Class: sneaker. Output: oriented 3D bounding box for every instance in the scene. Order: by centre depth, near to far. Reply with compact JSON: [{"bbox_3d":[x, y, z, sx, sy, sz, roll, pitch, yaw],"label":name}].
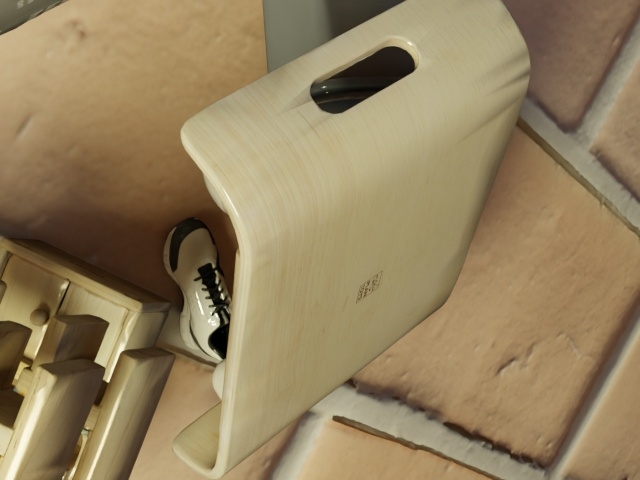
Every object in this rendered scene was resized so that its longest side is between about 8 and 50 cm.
[{"bbox_3d":[-0.076,0.034,0.761,0.040,0.044,0.109,-29,127,-29],"label":"sneaker"}]

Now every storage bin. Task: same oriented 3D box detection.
[{"bbox_3d":[0.019,-0.128,0.743,0.135,0.098,0.091,-7,87,-42],"label":"storage bin"}]

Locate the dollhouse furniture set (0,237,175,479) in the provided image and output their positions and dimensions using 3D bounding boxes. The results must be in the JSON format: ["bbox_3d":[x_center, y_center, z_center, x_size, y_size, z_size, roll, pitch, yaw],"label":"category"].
[{"bbox_3d":[-0.192,0.087,0.559,0.161,0.212,0.242,-68,164,4],"label":"dollhouse furniture set"}]

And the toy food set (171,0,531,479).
[{"bbox_3d":[0.000,0.000,0.700,0.220,0.092,0.306,-34,153,-30],"label":"toy food set"}]

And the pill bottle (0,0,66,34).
[{"bbox_3d":[-0.127,-0.193,0.505,0.278,0.162,0.162,-35,131,-26],"label":"pill bottle"}]
